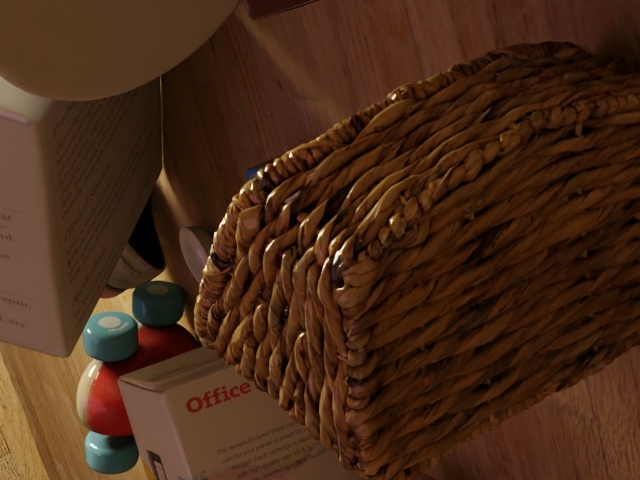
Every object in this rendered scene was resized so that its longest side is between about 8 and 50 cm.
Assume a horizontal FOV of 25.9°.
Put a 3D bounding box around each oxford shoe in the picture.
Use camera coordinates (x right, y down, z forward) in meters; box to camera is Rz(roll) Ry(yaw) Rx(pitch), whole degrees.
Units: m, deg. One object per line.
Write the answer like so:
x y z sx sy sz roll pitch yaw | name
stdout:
-0.286 -0.103 1.854 0.130 0.123 0.348 -16 95 35 | oxford shoe

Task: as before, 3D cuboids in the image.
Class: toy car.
-0.180 0.206 1.862 0.238 0.210 0.219 17 118 24 | toy car

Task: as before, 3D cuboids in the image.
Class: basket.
0.074 -0.022 0.911 0.223 0.299 0.213 36 143 48 | basket

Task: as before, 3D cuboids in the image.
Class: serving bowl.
-0.143 0.018 1.733 0.083 0.027 0.083 46 150 37 | serving bowl

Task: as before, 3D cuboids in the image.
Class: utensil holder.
-0.271 -0.359 1.285 0.385 0.327 0.328 47 151 29 | utensil holder

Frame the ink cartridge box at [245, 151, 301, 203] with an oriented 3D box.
0.000 0.000 1.380 0.104 0.060 0.180 -3 110 64 | ink cartridge box

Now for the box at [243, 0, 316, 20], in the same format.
0.018 -0.255 0.859 0.203 0.167 0.168 -72 -36 -69 | box

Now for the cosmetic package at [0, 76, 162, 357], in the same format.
-0.382 -0.141 1.560 0.327 0.329 0.394 15 139 8 | cosmetic package

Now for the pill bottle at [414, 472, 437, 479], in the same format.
0.139 0.351 1.298 0.301 0.169 0.169 29 138 53 | pill bottle

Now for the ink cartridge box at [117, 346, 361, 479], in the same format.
-0.083 0.257 1.601 0.197 0.198 0.270 -2 105 67 | ink cartridge box
